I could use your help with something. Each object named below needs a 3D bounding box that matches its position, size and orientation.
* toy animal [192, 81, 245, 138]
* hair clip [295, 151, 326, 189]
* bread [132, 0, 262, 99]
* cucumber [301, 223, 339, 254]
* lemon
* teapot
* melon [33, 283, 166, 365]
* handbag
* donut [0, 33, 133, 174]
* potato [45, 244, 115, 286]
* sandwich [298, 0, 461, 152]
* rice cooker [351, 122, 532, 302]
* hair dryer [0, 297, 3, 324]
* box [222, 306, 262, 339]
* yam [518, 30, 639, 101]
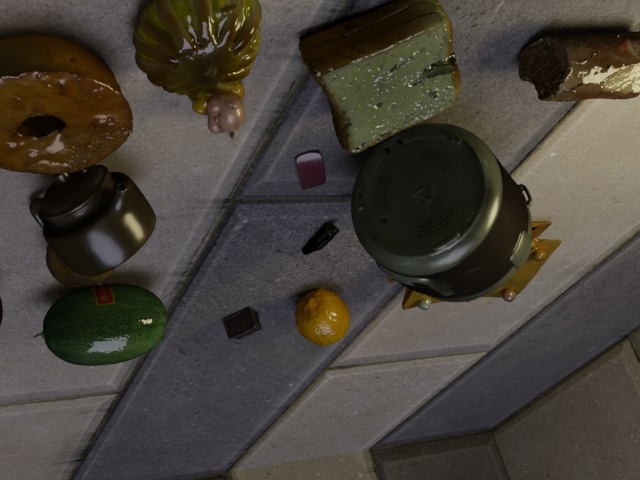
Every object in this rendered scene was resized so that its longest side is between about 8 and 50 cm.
[{"bbox_3d":[-0.168,-0.211,1.593,0.091,0.082,0.114,-11,154,-10],"label":"toy animal"},{"bbox_3d":[-0.018,-0.136,1.898,0.054,0.022,0.137,-13,154,-2],"label":"hair clip"},{"bbox_3d":[-0.181,-0.293,1.408,0.214,0.104,0.213,-11,154,-6],"label":"bread"},{"bbox_3d":[0.001,0.002,2.163,0.033,0.034,0.135,-5,152,-34],"label":"cucumber"},{"bbox_3d":[0.008,0.202,2.435,0.142,0.142,0.187,-25,148,15],"label":"lemon"},{"bbox_3d":[-0.420,-0.056,1.662,0.268,0.185,0.175,-7,128,35],"label":"teapot"},{"bbox_3d":[-0.481,0.185,2.058,0.288,0.182,0.182,-7,152,-24],"label":"melon"},{"bbox_3d":[0.400,0.061,2.435,0.401,0.133,0.283,-3,145,-27],"label":"handbag"},{"bbox_3d":[-0.428,-0.204,1.418,0.278,0.108,0.277,-15,154,-7],"label":"donut"},{"bbox_3d":[-0.468,0.033,1.838,0.137,0.137,0.176,-8,155,-19],"label":"potato"},{"bbox_3d":[0.116,-0.287,1.610,0.249,0.095,0.273,-23,153,3],"label":"sandwich"},{"bbox_3d":[0.248,-0.045,1.912,0.335,0.335,0.325,-26,153,17],"label":"rice cooker"},{"bbox_3d":[-0.812,0.106,1.828,0.341,0.123,0.312,-5,142,-2],"label":"hair dryer"},{"bbox_3d":[-0.198,0.218,2.434,0.085,0.060,0.063,-26,157,14],"label":"box"},{"bbox_3d":[0.499,-0.324,1.744,0.238,0.129,0.128,-5,-174,-23],"label":"yam"}]
